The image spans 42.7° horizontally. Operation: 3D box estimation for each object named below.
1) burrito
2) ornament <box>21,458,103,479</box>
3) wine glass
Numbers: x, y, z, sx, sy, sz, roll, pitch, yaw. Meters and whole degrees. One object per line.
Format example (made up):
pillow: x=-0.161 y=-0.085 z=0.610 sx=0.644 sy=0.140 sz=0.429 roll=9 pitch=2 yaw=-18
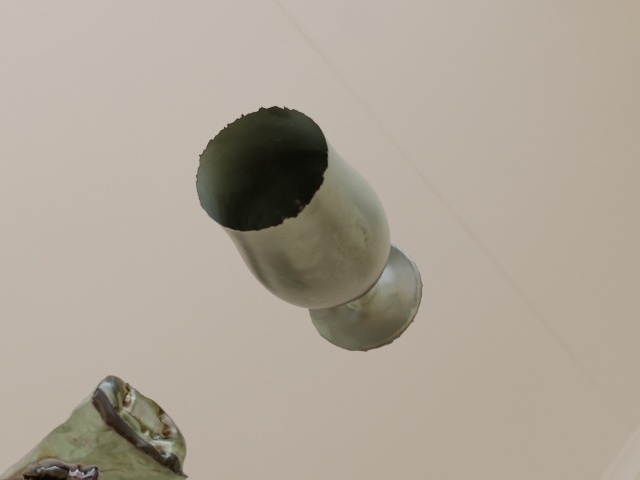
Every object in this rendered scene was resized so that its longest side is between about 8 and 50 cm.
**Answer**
burrito: x=-0.259 y=0.251 z=0.906 sx=0.229 sy=0.089 sz=0.144 roll=-36 pitch=-71 yaw=24
ornament: x=-0.119 y=0.164 z=0.293 sx=0.153 sy=0.196 sz=0.166 roll=20 pitch=-55 yaw=-33
wine glass: x=0.000 y=0.000 z=0.515 sx=0.093 sy=0.093 sz=0.202 roll=-56 pitch=-30 yaw=-8
